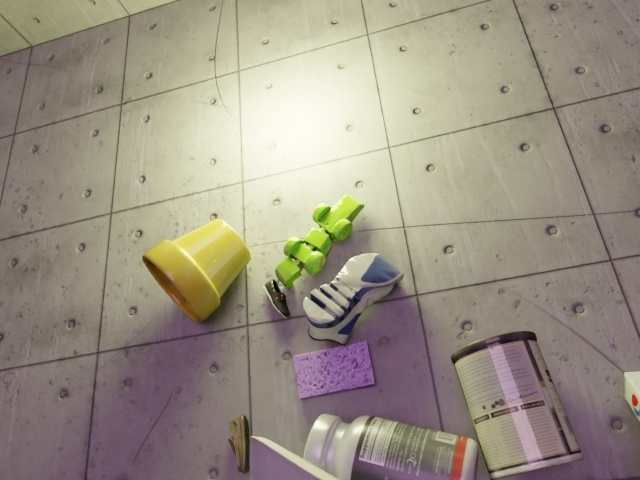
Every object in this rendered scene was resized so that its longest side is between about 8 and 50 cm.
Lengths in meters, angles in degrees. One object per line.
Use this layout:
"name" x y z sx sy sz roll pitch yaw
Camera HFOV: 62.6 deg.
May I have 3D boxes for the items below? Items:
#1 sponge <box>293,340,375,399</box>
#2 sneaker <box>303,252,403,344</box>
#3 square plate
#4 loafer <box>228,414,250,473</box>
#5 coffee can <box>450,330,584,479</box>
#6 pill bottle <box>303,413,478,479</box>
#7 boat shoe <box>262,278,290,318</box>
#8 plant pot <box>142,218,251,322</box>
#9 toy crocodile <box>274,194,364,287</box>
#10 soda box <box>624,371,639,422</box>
"sponge" 0.035 0.347 1.404 0.210 0.031 0.117 -14 63 10
"sneaker" 0.070 0.172 1.427 0.315 0.182 0.127 -30 58 -33
"square plate" -0.008 0.611 1.166 0.347 0.344 0.049 20 34 24
"loafer" -0.211 0.535 1.379 0.050 0.056 0.148 -16 52 10
"coffee can" 0.431 0.368 1.178 0.201 0.201 0.275 -17 62 9
"pill bottle" 0.158 0.516 1.186 0.362 0.210 0.210 6 68 21
"boat shoe" -0.121 0.168 1.525 0.042 0.049 0.133 -39 56 6
"plant pot" -0.345 0.069 1.540 0.254 0.254 0.239 35 65 27
"toy crocodile" 0.000 0.000 1.547 0.115 0.105 0.340 33 74 27
"soda box" 0.711 0.361 1.099 0.073 0.216 0.069 -7 109 12
